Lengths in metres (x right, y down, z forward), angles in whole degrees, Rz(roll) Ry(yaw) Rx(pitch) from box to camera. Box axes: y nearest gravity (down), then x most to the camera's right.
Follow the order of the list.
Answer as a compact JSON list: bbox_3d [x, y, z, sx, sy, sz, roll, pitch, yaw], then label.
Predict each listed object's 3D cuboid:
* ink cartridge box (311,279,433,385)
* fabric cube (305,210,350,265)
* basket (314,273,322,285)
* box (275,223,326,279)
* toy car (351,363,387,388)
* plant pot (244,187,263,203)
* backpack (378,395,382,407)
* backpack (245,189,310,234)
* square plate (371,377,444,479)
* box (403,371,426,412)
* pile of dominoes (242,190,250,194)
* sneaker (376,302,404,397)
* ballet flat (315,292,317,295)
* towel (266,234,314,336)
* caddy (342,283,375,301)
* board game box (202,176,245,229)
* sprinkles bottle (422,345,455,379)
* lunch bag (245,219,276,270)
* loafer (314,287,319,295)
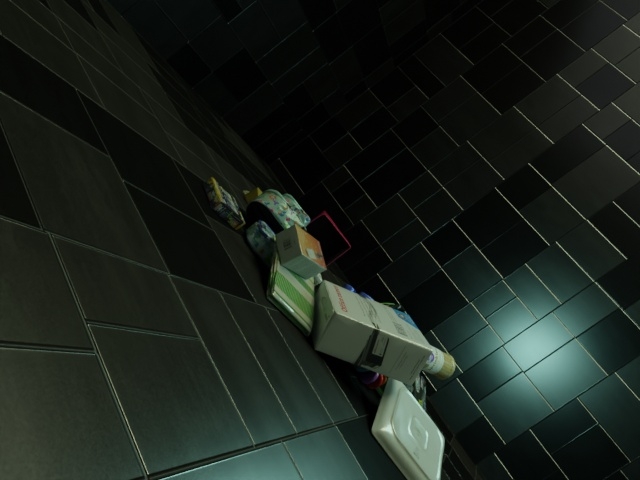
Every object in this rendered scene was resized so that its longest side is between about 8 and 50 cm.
[{"bbox_3d":[0.165,0.330,1.751,0.395,0.166,0.285,24,13,-14],"label":"ink cartridge box"},{"bbox_3d":[0.000,0.000,2.808,0.259,0.254,0.258,52,6,-6],"label":"fabric cube"},{"bbox_3d":[-0.084,0.127,2.054,0.167,0.103,0.113,52,5,-15],"label":"basket"},{"bbox_3d":[-0.069,0.043,1.707,0.170,0.091,0.130,36,32,-52],"label":"box"},{"bbox_3d":[0.205,0.520,1.922,0.182,0.159,0.136,50,42,-34],"label":"toy car"},{"bbox_3d":[-0.310,-0.189,2.320,0.081,0.082,0.083,48,19,-44],"label":"plant pot"},{"bbox_3d":[0.280,0.643,1.841,0.114,0.105,0.084,57,-17,14],"label":"backpack"},{"bbox_3d":[-0.184,-0.090,2.005,0.253,0.191,0.225,46,-31,-5],"label":"backpack"},{"bbox_3d":[0.329,0.683,1.675,0.347,0.049,0.344,52,25,-3],"label":"square plate"},{"bbox_3d":[0.393,0.684,2.007,0.216,0.060,0.269,47,43,-56],"label":"box"},{"bbox_3d":[-0.299,-0.169,2.484,0.251,0.040,0.196,53,5,-6],"label":"pile of dominoes"},{"bbox_3d":[0.316,0.489,2.135,0.185,0.203,0.482,41,40,-47],"label":"sneaker"},{"bbox_3d":[0.117,0.373,2.010,0.400,0.139,0.139,45,5,4],"label":"ballet flat"},{"bbox_3d":[-0.099,0.151,1.681,0.248,0.038,0.324,49,23,-31],"label":"towel"},{"bbox_3d":[0.188,0.377,2.426,0.241,0.179,0.341,24,-18,46],"label":"caddy"},{"bbox_3d":[-0.352,-0.134,1.743,0.141,0.048,0.170,45,9,-43],"label":"board game box"},{"bbox_3d":[0.430,0.492,2.048,0.356,0.121,0.121,30,18,-33],"label":"sprinkles bottle"},{"bbox_3d":[-0.194,0.029,1.837,0.219,0.090,0.176,52,2,-17],"label":"lunch bag"},{"bbox_3d":[0.070,0.320,2.215,0.267,0.084,0.096,55,6,25],"label":"loafer"}]
